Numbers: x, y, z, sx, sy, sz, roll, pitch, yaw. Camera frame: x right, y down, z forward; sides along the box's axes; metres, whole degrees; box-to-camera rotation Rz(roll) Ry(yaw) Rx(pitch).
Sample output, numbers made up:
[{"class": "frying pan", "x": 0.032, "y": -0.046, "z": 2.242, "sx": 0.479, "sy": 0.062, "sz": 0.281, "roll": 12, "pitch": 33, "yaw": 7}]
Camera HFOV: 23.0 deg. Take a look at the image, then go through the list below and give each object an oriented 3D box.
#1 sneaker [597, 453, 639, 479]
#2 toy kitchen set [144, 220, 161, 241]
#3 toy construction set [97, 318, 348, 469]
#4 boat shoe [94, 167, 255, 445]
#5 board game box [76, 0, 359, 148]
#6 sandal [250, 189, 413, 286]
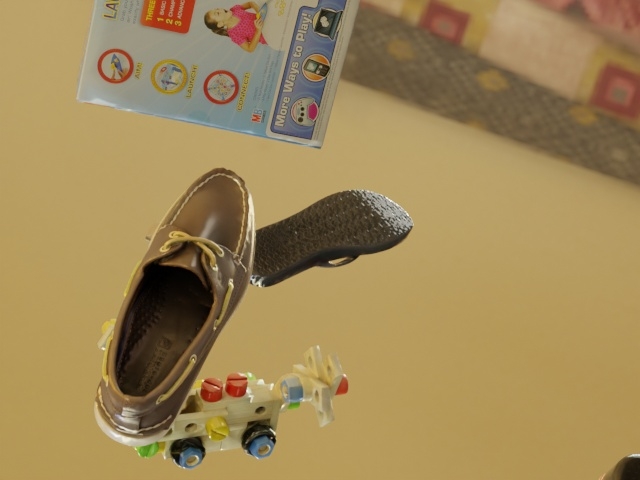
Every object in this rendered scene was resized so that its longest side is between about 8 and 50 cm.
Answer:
[{"class": "sneaker", "x": 0.250, "y": 0.329, "z": 1.339, "sx": 0.145, "sy": 0.090, "sz": 0.270, "roll": 116, "pitch": 166, "yaw": -52}, {"class": "toy kitchen set", "x": -0.182, "y": -0.017, "z": 2.004, "sx": 0.083, "sy": 0.068, "sz": 0.075, "roll": -60, "pitch": -4, "yaw": -29}, {"class": "toy construction set", "x": -0.132, "y": 0.200, "z": 2.070, "sx": 0.151, "sy": 0.328, "sz": 0.215, "roll": -101, "pitch": 17, "yaw": -54}, {"class": "boat shoe", "x": -0.142, "y": 0.052, "z": 1.622, "sx": 0.096, "sy": 0.117, "sz": 0.324, "roll": 109, "pitch": -177, "yaw": -61}, {"class": "board game box", "x": -0.111, "y": -0.288, "z": 1.855, "sx": 0.086, "sy": 0.302, "sz": 0.308, "roll": -110, "pitch": 33, "yaw": -67}, {"class": "sandal", "x": -0.001, "y": 0.000, "z": 2.015, "sx": 0.254, "sy": 0.097, "sz": 0.054, "roll": -16, "pitch": -33, "yaw": -26}]
